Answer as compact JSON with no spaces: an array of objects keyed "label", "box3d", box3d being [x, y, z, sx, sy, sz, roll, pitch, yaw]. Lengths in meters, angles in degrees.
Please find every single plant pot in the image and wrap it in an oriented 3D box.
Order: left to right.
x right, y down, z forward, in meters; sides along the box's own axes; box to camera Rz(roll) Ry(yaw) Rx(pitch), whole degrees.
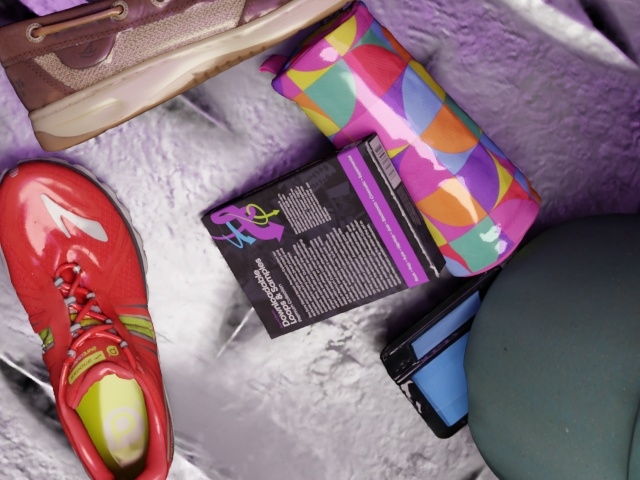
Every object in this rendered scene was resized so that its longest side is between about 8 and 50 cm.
[{"label":"plant pot","box3d":[0.286,0.122,0.798,0.341,0.334,0.341,-3,98,-23]}]

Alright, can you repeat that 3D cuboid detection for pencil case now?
[{"label":"pencil case","box3d":[0.066,-0.079,0.896,0.104,0.104,0.236,-45,101,-3]}]

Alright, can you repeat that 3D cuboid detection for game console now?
[{"label":"game console","box3d":[0.121,0.092,0.938,0.122,0.107,0.071,-38,68,-5]}]

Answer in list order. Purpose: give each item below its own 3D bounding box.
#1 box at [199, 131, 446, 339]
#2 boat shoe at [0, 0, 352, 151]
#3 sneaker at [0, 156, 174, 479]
[{"label":"box","box3d":[0.000,0.000,0.882,0.162,0.029,0.116,-23,103,28]},{"label":"boat shoe","box3d":[-0.078,-0.193,0.842,0.342,0.123,0.123,-28,103,0]},{"label":"sneaker","box3d":[-0.165,0.069,0.856,0.107,0.118,0.279,-20,100,-8]}]
